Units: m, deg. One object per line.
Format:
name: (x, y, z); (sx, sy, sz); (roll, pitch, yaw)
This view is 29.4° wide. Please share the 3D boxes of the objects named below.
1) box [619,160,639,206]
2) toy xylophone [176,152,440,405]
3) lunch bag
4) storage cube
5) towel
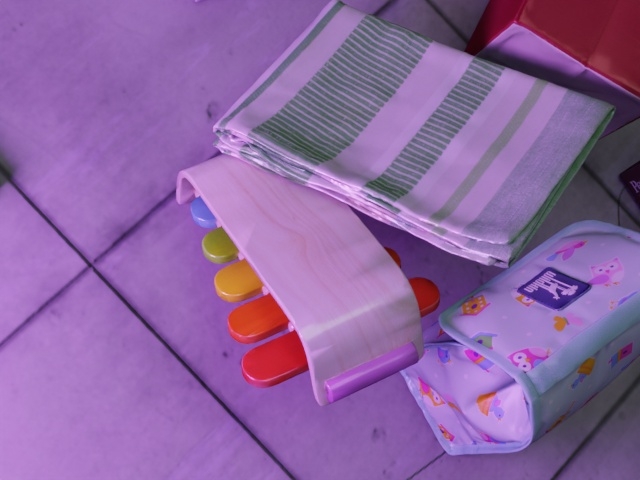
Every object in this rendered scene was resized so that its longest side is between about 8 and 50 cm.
box: (0.485, -0.050, 1.367); (0.167, 0.168, 0.203); (-32, 86, -20)
toy xylophone: (0.000, 0.000, 1.179); (0.236, 0.081, 0.323); (-17, 50, -14)
lunch bag: (0.219, 0.096, 1.202); (0.223, 0.262, 0.160); (-31, 86, -20)
storage cube: (0.289, -0.244, 1.341); (0.183, 0.215, 0.193); (29, 76, -8)
towel: (0.090, -0.115, 1.195); (0.324, 0.038, 0.248); (24, 55, 21)
